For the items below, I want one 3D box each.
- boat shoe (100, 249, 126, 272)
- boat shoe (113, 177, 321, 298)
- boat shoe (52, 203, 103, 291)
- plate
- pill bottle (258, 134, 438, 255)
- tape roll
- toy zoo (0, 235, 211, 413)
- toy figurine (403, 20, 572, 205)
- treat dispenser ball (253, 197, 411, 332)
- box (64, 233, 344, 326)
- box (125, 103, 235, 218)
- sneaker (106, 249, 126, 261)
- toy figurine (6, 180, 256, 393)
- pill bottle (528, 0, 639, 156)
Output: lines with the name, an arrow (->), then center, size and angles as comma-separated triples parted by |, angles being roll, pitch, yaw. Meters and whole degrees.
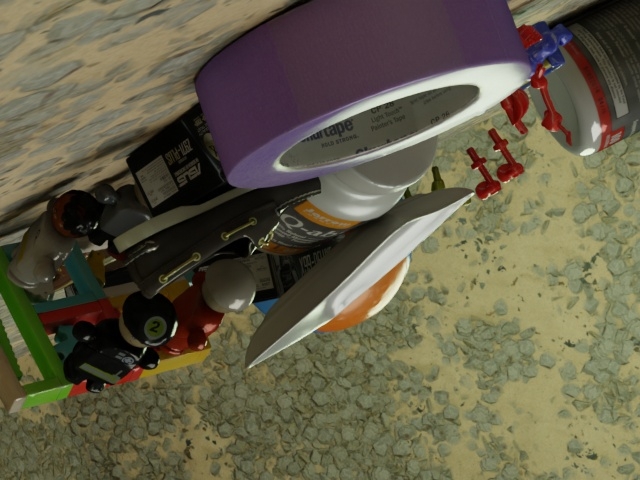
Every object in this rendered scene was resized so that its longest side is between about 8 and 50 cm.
boat shoe -> -0.292, 0.040, 2.244 | 0.095, 0.095, 0.257 | -27, 178, 28
boat shoe -> -0.089, -0.012, 1.319 | 0.227, 0.069, 0.081 | -23, 177, -28
boat shoe -> -0.305, 0.008, 1.640 | 0.178, 0.064, 0.060 | -35, 167, 26
plate -> 0.042, 0.032, 1.665 | 0.278, 0.045, 0.277 | -44, 172, 25
pill bottle -> 0.004, -0.086, 1.511 | 0.162, 0.162, 0.278 | -25, 180, -30
tape roll -> 0.036, -0.134, 1.153 | 0.274, 0.090, 0.275 | -19, 172, -3
toy zoo -> -0.250, 0.073, 1.507 | 0.293, 0.192, 0.030 | -12, 148, -38
toy figurine -> 0.234, -0.183, 1.777 | 0.217, 0.191, 0.362 | -34, 179, -37
treat dispenser ball -> 0.000, 0.000, 2.109 | 0.288, 0.288, 0.288 | -26, 179, -1
box -> -0.145, 0.048, 1.804 | 0.307, 0.077, 0.242 | -12, -177, 24
box -> -0.083, -0.097, 1.350 | 0.147, 0.078, 0.180 | -25, 178, -41
sneaker -> -0.205, -0.020, 1.859 | 0.221, 0.087, 0.128 | -24, 177, -25
toy figurine -> -0.195, 0.030, 1.409 | 0.148, 0.210, 0.213 | -39, 168, 37
pill bottle -> 0.526, -0.297, 2.158 | 0.362, 0.210, 0.210 | -26, 179, -8
